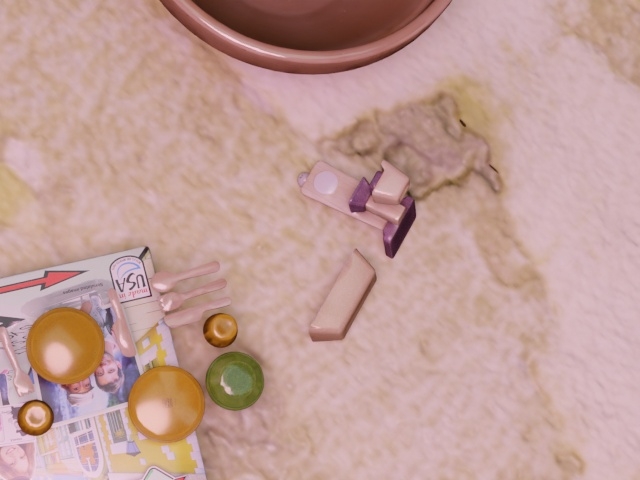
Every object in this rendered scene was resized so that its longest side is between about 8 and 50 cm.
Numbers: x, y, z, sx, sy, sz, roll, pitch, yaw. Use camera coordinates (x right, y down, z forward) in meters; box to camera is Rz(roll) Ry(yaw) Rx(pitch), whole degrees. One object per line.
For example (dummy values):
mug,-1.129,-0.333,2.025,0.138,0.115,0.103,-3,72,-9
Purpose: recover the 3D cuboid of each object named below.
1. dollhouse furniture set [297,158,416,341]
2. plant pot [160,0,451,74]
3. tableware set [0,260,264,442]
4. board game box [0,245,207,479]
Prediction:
dollhouse furniture set,0.000,0.000,1.075,0.081,0.091,0.114,27,77,13
plant pot,-0.017,-0.217,1.098,0.237,0.110,0.237,2,78,-9
tableware set,-0.117,0.080,1.016,0.154,0.024,0.104,-18,84,-14
board game box,-0.237,0.141,1.016,0.317,0.046,0.213,-13,79,-12
